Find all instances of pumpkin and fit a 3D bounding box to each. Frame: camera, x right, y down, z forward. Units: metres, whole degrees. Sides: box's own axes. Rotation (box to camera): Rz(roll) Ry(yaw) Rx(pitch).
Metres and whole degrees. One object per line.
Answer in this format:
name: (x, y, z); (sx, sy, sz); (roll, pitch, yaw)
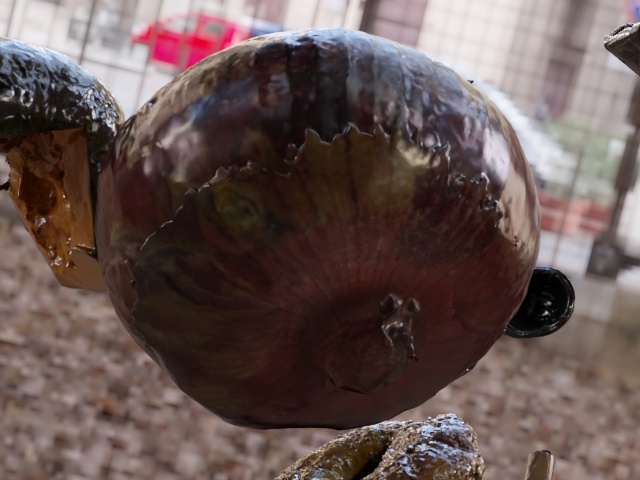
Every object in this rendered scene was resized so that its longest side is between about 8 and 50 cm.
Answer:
pumpkin: (-0.173, -0.062, 1.107); (0.183, 0.108, 0.119); (41, -17, -31)

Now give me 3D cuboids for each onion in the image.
onion: (0.000, 0.000, 1.005); (0.246, 0.246, 0.190); (11, 43, -30)

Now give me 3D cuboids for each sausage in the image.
sausage: (0.178, 0.230, 1.593); (0.026, 0.116, 0.026); (10, -38, 8)

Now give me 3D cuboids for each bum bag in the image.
bum bag: (0.366, -0.206, 1.933); (0.106, 0.060, 0.232); (33, -13, -5)

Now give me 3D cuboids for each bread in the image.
bread: (0.024, 0.181, 1.304); (0.064, 0.193, 0.193); (57, -9, -17)

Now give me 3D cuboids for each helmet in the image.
helmet: (0.192, 0.058, 1.713); (0.084, 0.065, 0.049); (-9, -11, 13)
